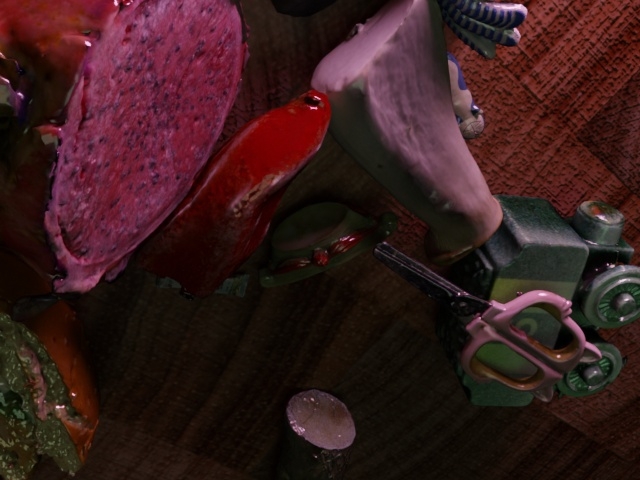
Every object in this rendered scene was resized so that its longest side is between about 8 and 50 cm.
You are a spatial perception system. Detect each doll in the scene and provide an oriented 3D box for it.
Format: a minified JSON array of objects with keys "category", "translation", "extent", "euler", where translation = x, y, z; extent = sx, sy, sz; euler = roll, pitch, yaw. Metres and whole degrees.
[{"category":"doll","translation":[0.157,-0.166,0.911],"extent":[0.037,0.027,0.125],"euler":[-29,125,9]}]

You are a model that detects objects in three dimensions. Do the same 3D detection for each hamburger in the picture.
[{"category":"hamburger","translation":[-0.332,0.120,0.865],"extent":[0.144,0.156,0.283],"euler":[-9,120,12]}]

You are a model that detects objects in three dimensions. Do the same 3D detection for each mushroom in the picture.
[{"category":"mushroom","translation":[0.116,-0.105,0.877],"extent":[0.159,0.122,0.328],"euler":[-23,126,20]}]

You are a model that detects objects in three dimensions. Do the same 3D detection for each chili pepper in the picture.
[{"category":"chili pepper","translation":[-0.084,-0.054,0.800],"extent":[0.144,0.136,0.252],"euler":[4,138,-46]}]

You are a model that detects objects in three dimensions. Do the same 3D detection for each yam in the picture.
[{"category":"yam","translation":[-0.012,0.309,1.118],"extent":[0.107,0.107,0.183],"euler":[2,123,-18]}]

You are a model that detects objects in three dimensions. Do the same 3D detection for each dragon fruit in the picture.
[{"category":"dragon fruit","translation":[-0.246,-0.139,0.655],"extent":[0.263,0.314,0.296],"euler":[28,151,12]}]

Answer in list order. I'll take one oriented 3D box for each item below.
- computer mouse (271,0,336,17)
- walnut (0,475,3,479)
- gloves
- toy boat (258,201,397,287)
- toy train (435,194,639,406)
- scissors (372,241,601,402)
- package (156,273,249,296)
[{"category":"computer mouse","translation":[0.014,-0.299,0.763],"extent":[0.106,0.062,0.192],"euler":[27,111,-30]},{"category":"walnut","translation":[-0.522,0.353,0.872],"extent":[0.306,0.306,0.344],"euler":[21,112,-27]},{"category":"gloves","translation":[0.145,-0.291,0.788],"extent":[0.097,0.119,0.229],"euler":[-13,112,24]},{"category":"toy boat","translation":[-0.001,0.000,0.936],"extent":[0.185,0.089,0.071],"euler":[-24,143,11]},{"category":"toy train","translation":[0.285,0.085,1.032],"extent":[0.238,0.167,0.299],"euler":[3,119,-12]},{"category":"scissors","translation":[0.190,0.087,0.939],"extent":[0.317,0.024,0.160],"euler":[34,117,-17]},{"category":"package","translation":[-0.142,0.049,0.961],"extent":[0.110,0.015,0.037],"euler":[8,124,-20]}]
